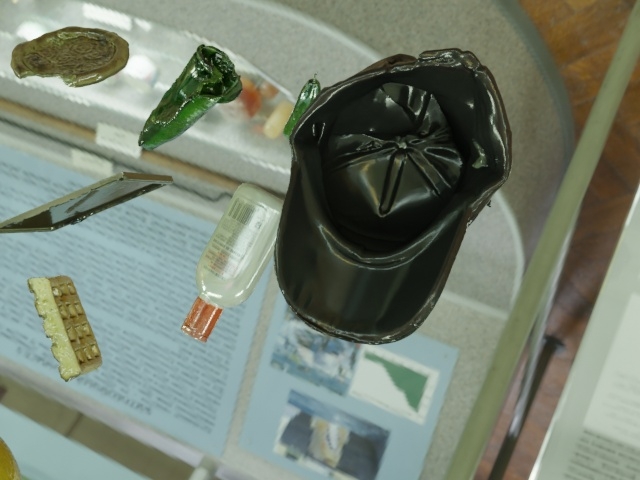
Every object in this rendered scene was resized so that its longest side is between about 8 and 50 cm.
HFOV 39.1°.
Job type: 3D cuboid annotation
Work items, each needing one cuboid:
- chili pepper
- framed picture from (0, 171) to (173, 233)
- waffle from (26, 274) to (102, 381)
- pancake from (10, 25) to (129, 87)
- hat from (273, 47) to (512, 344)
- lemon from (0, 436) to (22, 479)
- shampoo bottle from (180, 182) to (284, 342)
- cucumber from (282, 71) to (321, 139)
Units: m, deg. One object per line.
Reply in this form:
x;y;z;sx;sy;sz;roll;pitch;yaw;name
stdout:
-0.200;-0.201;1.318;0.216;0.108;0.062;-30;136;34;chili pepper
-0.428;-0.065;1.635;0.281;0.019;0.209;-20;176;13;framed picture
-0.583;0.194;2.073;0.221;0.055;0.248;135;114;-89;waffle
-0.480;-0.356;1.729;0.235;0.212;0.029;4;132;6;pancake
0.076;-0.049;1.036;0.238;0.336;0.209;20;178;6;hat
-0.502;0.327;1.208;0.244;0.187;0.187;45;150;1;lemon
-0.121;0.033;1.221;0.108;0.221;0.051;29;-179;40;shampoo bottle
-0.028;-0.211;1.470;0.039;0.039;0.168;32;142;-2;cucumber
